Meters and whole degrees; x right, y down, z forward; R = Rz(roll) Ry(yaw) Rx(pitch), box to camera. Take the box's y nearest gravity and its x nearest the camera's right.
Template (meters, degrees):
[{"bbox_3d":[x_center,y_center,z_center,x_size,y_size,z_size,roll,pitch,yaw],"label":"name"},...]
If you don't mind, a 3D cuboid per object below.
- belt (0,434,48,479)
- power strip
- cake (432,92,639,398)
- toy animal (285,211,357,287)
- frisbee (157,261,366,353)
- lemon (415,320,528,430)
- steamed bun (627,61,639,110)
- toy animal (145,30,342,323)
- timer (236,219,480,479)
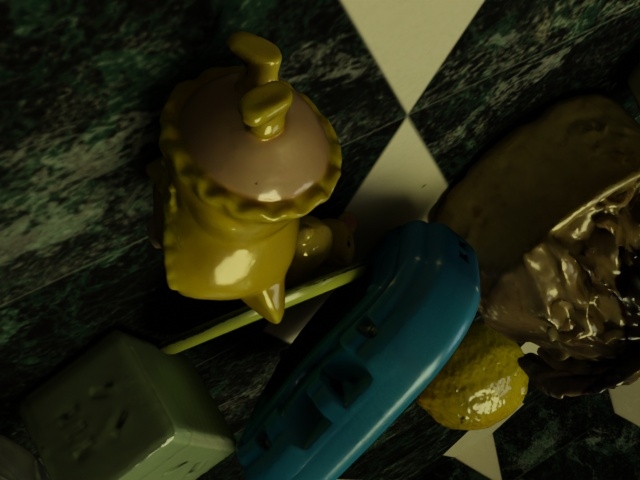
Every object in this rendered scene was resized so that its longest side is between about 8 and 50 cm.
[{"bbox_3d":[-0.415,0.304,0.782,0.347,0.117,0.212,-17,129,-16],"label":"belt"},{"bbox_3d":[-0.191,0.204,0.941,0.140,0.139,0.224,-38,156,3],"label":"power strip"},{"bbox_3d":[0.346,0.026,1.095,0.332,0.321,0.332,-27,155,-14],"label":"cake"},{"bbox_3d":[0.003,0.000,0.911,0.083,0.070,0.159,-37,166,32],"label":"toy animal"},{"bbox_3d":[-0.059,0.073,0.909,0.236,0.017,0.236,-22,176,-2],"label":"frisbee"},{"bbox_3d":[0.266,0.237,1.531,0.231,0.192,0.192,-18,151,-20],"label":"lemon"},{"bbox_3d":[0.509,-0.176,1.079,0.170,0.239,0.152,-50,-168,25],"label":"steamed bun"},{"bbox_3d":[-0.060,-0.046,0.652,0.156,0.156,0.229,-23,155,-25],"label":"toy animal"},{"bbox_3d":[0.041,0.128,0.986,0.340,0.115,0.309,-49,-175,18],"label":"timer"}]
